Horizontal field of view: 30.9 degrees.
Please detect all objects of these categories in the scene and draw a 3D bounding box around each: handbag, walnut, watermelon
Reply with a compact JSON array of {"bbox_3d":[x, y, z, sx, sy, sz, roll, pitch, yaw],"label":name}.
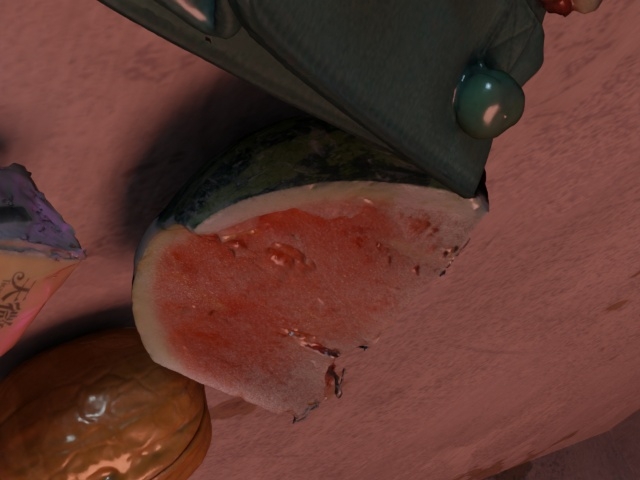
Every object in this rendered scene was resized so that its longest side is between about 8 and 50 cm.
[{"bbox_3d":[0.055,-0.168,0.428,0.274,0.100,0.268,26,85,-60],"label":"handbag"},{"bbox_3d":[-0.192,0.162,0.997,0.197,0.165,0.165,-21,158,-21],"label":"walnut"},{"bbox_3d":[0.000,0.000,0.812,0.224,0.180,0.305,-25,163,-36],"label":"watermelon"}]

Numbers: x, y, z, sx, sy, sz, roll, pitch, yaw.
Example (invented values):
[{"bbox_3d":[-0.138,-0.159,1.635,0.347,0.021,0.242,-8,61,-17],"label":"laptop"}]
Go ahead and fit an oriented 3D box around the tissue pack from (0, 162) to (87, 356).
[{"bbox_3d":[-0.295,0.046,0.670,0.215,0.123,0.256,6,135,-50],"label":"tissue pack"}]
